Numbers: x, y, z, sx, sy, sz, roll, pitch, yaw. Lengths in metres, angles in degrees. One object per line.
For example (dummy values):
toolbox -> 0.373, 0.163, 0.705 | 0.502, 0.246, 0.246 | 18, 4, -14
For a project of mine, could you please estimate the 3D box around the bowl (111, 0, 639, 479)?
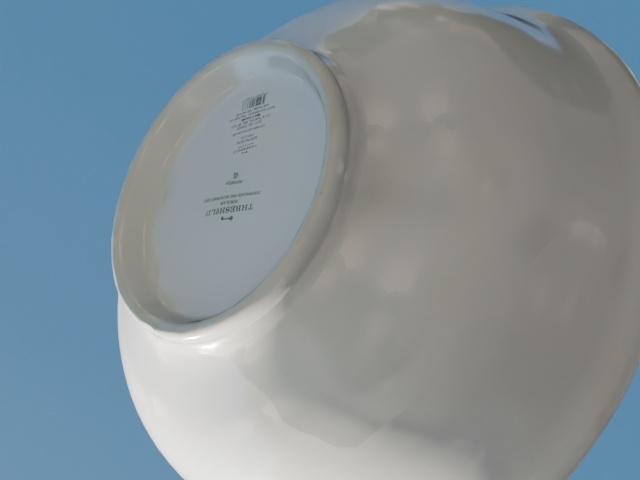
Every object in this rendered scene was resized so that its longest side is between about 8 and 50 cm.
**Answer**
bowl -> 0.000, 0.000, 0.760 | 0.134, 0.298, 0.297 | 28, -126, -40
